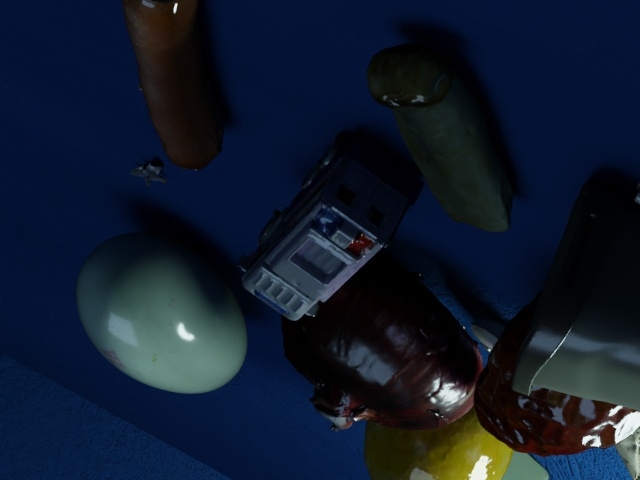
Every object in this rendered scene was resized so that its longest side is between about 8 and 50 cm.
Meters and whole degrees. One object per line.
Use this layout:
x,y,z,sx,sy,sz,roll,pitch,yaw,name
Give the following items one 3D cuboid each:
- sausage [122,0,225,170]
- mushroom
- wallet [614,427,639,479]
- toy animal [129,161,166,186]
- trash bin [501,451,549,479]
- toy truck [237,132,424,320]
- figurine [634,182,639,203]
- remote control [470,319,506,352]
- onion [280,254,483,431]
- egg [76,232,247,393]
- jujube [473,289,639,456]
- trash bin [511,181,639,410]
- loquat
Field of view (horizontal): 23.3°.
-0.176,-0.208,1.887,0.094,0.094,0.419,40,163,19,sausage
0.139,-0.111,1.691,0.100,0.081,0.312,22,162,32,mushroom
0.518,0.301,2.109,0.335,0.068,0.275,16,152,32,wallet
-0.253,-0.096,2.327,0.050,0.028,0.084,48,156,-18,toy animal
0.191,0.465,2.547,0.223,0.343,0.158,42,159,-28,trash bin
0.000,0.000,1.933,0.124,0.155,0.268,35,138,-8,toy truck
0.384,-0.035,1.567,0.129,0.054,0.072,33,146,15,figurine
0.282,0.167,2.172,0.073,0.044,0.229,25,169,45,remote control
0.077,0.155,2.154,0.314,0.232,0.314,29,159,12,onion
-0.252,0.127,2.554,0.230,0.230,0.371,13,158,40,egg
0.297,0.176,1.941,0.216,0.216,0.342,32,161,-2,jujube
0.356,0.085,1.661,0.250,0.220,0.219,18,158,15,trash bin
0.180,0.299,2.357,0.244,0.244,0.244,27,159,11,loquat
